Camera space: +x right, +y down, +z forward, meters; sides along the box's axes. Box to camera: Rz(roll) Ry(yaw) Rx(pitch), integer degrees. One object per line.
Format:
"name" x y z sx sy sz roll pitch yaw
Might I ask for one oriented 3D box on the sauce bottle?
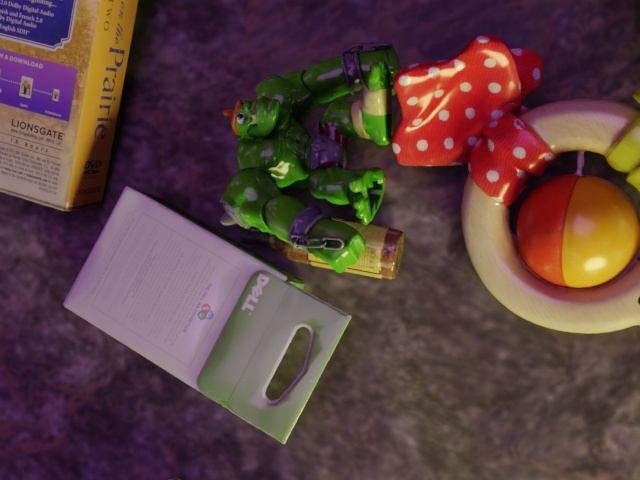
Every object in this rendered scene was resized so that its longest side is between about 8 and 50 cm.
"sauce bottle" 0.000 0.000 0.601 0.128 0.042 0.042 12 86 12

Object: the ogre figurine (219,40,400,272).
"ogre figurine" -0.009 -0.068 0.582 0.118 0.097 0.197 0 77 20

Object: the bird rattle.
"bird rattle" 0.169 -0.037 0.528 0.253 0.143 0.207 4 100 16

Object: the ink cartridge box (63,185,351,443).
"ink cartridge box" -0.084 0.054 0.603 0.209 0.062 0.109 29 90 14

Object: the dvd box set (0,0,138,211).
"dvd box set" -0.289 -0.266 0.638 0.307 0.062 0.421 16 102 14

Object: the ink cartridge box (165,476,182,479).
"ink cartridge box" -0.122 0.237 0.607 0.048 0.028 0.083 30 91 15
